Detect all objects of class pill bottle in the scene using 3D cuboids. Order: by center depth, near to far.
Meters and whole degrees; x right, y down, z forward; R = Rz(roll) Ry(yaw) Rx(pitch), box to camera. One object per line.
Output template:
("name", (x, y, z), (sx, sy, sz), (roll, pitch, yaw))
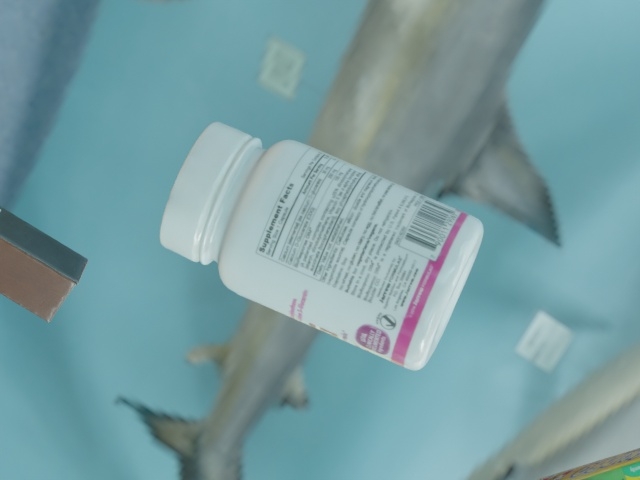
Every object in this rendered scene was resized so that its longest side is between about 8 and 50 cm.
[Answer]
("pill bottle", (0.000, 0.000, 1.803), (0.160, 0.283, 0.160), (24, 90, -82))

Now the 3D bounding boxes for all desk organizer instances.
("desk organizer", (-0.271, 0.011, 1.609), (0.050, 0.130, 0.047), (-53, -168, 24))

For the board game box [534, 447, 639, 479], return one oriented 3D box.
("board game box", (0.177, 0.226, 0.877), (0.039, 0.259, 0.124), (-26, 178, -37))
